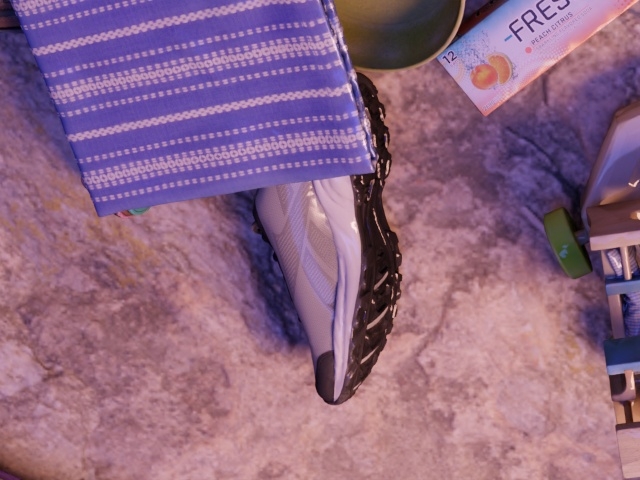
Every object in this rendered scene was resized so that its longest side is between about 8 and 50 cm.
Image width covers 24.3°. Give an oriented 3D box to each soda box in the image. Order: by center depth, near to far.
[{"bbox_3d":[0.174,-0.174,1.102,0.183,0.058,0.063,-37,102,18],"label":"soda box"}]

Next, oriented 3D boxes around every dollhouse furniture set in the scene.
[{"bbox_3d":[0.261,0.057,1.036,0.129,0.184,0.129,-9,109,11],"label":"dollhouse furniture set"}]

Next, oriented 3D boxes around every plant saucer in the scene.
[{"bbox_3d":[0.006,-0.225,1.059,0.241,0.037,0.241,27,148,18],"label":"plant saucer"}]

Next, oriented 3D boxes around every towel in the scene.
[{"bbox_3d":[-0.113,-0.177,1.044,0.243,0.040,0.336,-8,117,22],"label":"towel"}]

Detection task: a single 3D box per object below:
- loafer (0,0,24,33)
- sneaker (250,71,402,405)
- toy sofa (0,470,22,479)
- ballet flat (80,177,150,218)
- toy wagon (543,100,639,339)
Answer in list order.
[{"bbox_3d":[-0.240,-0.207,1.118,0.267,0.084,0.096,-14,71,14],"label":"loafer"},{"bbox_3d":[0.000,0.000,1.181,0.108,0.100,0.271,2,108,23],"label":"sneaker"},{"bbox_3d":[-0.247,0.296,1.309,0.362,0.177,0.150,24,87,-1],"label":"toy sofa"},{"bbox_3d":[-0.147,-0.125,1.165,0.079,0.077,0.221,26,114,19],"label":"ballet flat"},{"bbox_3d":[0.345,0.035,1.152,0.267,0.068,0.344,-24,106,16],"label":"toy wagon"}]
